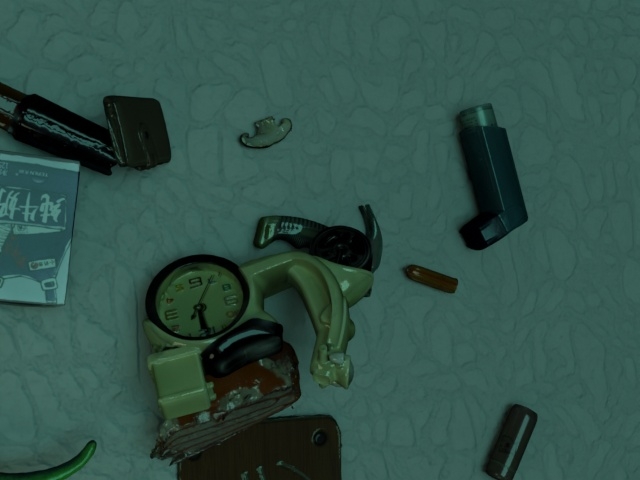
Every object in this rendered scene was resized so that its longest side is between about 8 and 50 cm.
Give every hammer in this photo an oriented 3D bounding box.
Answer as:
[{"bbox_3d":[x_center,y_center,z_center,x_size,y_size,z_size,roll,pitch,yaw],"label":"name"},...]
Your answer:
[{"bbox_3d":[0.000,0.000,1.500,0.226,0.041,0.159,13,82,-20],"label":"hammer"}]

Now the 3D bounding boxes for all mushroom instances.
[{"bbox_3d":[-0.092,-0.183,1.489,0.101,0.019,0.049,-22,95,-23],"label":"mushroom"}]

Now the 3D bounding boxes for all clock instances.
[{"bbox_3d":[-0.081,0.123,1.352,0.379,0.120,0.276,-12,56,-6],"label":"clock"}]

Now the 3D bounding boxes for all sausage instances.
[{"bbox_3d":[0.195,0.067,1.578,0.107,0.031,0.031,18,80,-19],"label":"sausage"}]

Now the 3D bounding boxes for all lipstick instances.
[{"bbox_3d":[-0.493,-0.208,1.304,0.418,0.077,0.077,24,78,-17],"label":"lipstick"}]

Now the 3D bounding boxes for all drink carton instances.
[{"bbox_3d":[-0.440,-0.014,1.301,0.134,0.102,0.222,7,86,-23],"label":"drink carton"}]

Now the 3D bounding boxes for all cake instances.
[{"bbox_3d":[-0.142,0.258,1.374,0.135,0.098,0.287,40,67,20],"label":"cake"}]

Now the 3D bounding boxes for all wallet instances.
[{"bbox_3d":[-0.279,-0.167,1.355,0.038,0.152,0.118,-11,95,16],"label":"wallet"}]

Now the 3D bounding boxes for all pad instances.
[{"bbox_3d":[-0.095,0.438,1.448,0.284,0.018,0.287,0,88,-21],"label":"pad"}]

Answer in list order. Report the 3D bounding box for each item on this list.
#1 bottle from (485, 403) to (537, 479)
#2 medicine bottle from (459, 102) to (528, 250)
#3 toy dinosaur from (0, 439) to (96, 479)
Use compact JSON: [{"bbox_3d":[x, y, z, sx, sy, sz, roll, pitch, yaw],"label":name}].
[{"bbox_3d":[0.351,0.373,1.606,0.053,0.053,0.140,30,77,-17],"label":"bottle"},{"bbox_3d":[0.303,-0.118,1.606,0.124,0.079,0.258,-13,91,-21],"label":"medicine bottle"},{"bbox_3d":[-0.614,0.243,1.224,0.500,0.144,0.375,-21,82,-24],"label":"toy dinosaur"}]
